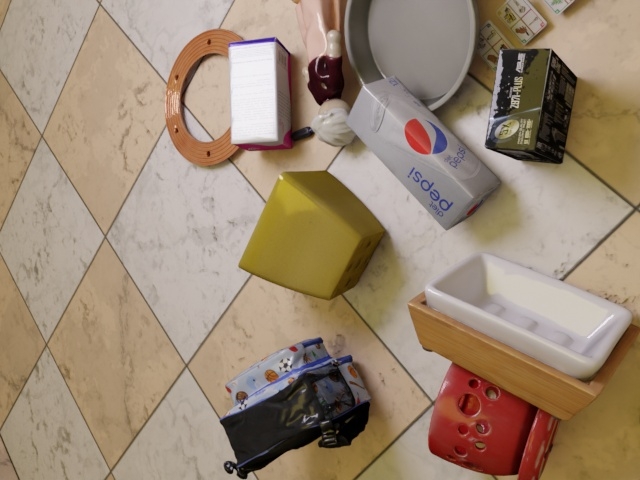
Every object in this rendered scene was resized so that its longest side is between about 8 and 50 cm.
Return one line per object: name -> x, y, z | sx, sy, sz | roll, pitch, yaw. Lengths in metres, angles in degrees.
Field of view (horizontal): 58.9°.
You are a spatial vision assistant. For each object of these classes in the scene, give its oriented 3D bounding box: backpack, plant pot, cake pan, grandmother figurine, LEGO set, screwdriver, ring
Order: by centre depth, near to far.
plant pot -> 0.288, 0.291, 0.922 | 0.174, 0.191, 0.191 | 19, 102, 29
LEGO set -> 0.293, -0.445, 0.974 | 0.244, 0.060, 0.182 | 48, 126, 1
cake pan -> 0.165, -0.377, 1.027 | 0.293, 0.054, 0.293 | 26, 128, 39
backpack -> -0.039, 0.315, 1.114 | 0.276, 0.263, 0.213 | -29, 68, 28
plant pot -> 0.000, 0.000, 1.127 | 0.187, 0.212, 0.212 | 34, 110, 18
grandmother figurine -> 0.011, -0.359, 1.152 | 0.104, 0.208, 0.342 | -9, 87, -5
screwdriver -> 0.009, -0.247, 1.227 | 0.170, 0.025, 0.024 | -13, 82, 27
ring -> -0.271, -0.354, 1.417 | 0.336, 0.032, 0.337 | 1, 92, 36

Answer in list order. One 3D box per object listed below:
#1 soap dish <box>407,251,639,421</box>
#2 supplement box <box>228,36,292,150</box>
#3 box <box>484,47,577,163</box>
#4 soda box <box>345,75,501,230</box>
soap dish -> 0.313, 0.139, 0.889 | 0.291, 0.229, 0.118 | 25, 121, 33
supplement box -> -0.129, -0.314, 1.246 | 0.114, 0.111, 0.220 | -3, 89, 14
box -> 0.332, -0.204, 0.887 | 0.077, 0.180, 0.147 | 12, 98, 34
soda box -> 0.177, -0.161, 1.017 | 0.286, 0.091, 0.098 | 50, 143, 16
